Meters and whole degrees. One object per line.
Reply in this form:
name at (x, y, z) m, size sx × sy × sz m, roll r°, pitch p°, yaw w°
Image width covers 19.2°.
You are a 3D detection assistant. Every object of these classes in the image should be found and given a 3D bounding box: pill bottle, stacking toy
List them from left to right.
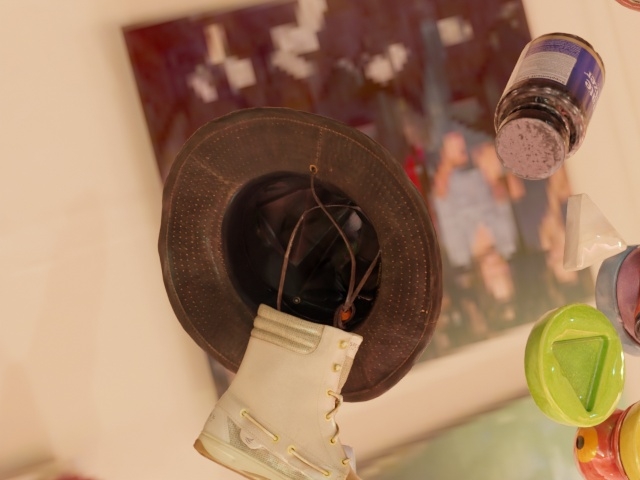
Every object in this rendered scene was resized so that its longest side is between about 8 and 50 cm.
pill bottle at (0.298, -0.175, 2.500) m, size 0.123 × 0.122 × 0.219 m, roll -13°, pitch -152°, yaw 28°
stacking toy at (0.308, 0.115, 2.099) m, size 0.279 × 0.309 × 0.130 m, roll 29°, pitch 155°, yaw -32°

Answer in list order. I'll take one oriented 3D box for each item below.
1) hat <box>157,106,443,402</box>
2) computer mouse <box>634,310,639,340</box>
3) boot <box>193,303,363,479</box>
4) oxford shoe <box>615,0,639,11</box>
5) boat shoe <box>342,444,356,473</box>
hat at (0.000, 0.000, 1.941) m, size 0.331 × 0.331 × 0.134 m, roll -13°, pitch -170°, yaw 33°
computer mouse at (0.325, -0.003, 1.596) m, size 0.106 × 0.193 × 0.042 m, roll 4°, pitch 161°, yaw 11°
boot at (0.010, 0.166, 1.755) m, size 0.213 × 0.165 × 0.077 m, roll 24°, pitch 172°, yaw 3°
oxford shoe at (0.398, -0.258, 1.508) m, size 0.348 × 0.123 × 0.130 m, roll -3°, pitch -167°, yaw 17°
boat shoe at (0.011, 0.361, 2.370) m, size 0.076 × 0.228 × 0.080 m, roll -4°, pitch 150°, yaw 3°
